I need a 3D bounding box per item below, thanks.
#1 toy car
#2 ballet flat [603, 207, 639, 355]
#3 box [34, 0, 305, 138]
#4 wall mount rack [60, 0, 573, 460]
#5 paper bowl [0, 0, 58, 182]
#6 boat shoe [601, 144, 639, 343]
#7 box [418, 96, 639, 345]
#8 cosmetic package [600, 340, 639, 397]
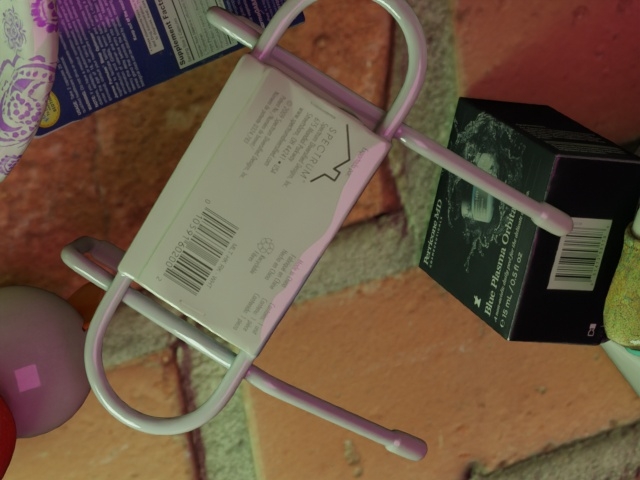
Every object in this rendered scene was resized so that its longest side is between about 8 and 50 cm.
[{"bbox_3d":[-0.255,0.107,1.158,0.238,0.210,0.219,-41,111,-35],"label":"toy car"},{"bbox_3d":[0.315,-0.036,1.212,0.348,0.123,0.123,-33,124,-38],"label":"ballet flat"},{"bbox_3d":[-0.135,-0.178,1.142,0.225,0.036,0.136,-25,119,-12],"label":"box"},{"bbox_3d":[0.000,0.000,1.123,0.304,0.130,0.350,33,97,1],"label":"wall mount rack"},{"bbox_3d":[-0.309,-0.146,0.999,0.284,0.148,0.284,-3,112,-8],"label":"paper bowl"},{"bbox_3d":[0.312,-0.041,1.351,0.306,0.105,0.113,-44,121,0],"label":"boat shoe"},{"bbox_3d":[0.167,-0.017,1.268,0.093,0.158,0.156,4,109,-26],"label":"box"},{"bbox_3d":[0.364,0.081,1.399,0.183,0.151,0.151,-42,121,-2],"label":"cosmetic package"}]
